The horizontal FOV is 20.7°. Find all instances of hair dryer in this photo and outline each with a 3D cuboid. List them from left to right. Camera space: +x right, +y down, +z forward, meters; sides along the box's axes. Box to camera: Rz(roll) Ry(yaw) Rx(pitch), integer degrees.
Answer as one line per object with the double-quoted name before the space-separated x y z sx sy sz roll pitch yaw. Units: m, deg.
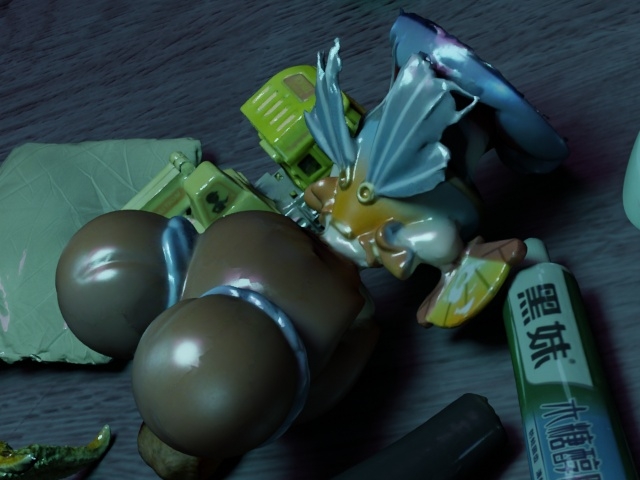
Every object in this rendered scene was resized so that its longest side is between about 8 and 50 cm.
"hair dryer" 0.077 0.289 1.233 0.304 0.120 0.359 -34 46 -11

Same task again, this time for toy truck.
"toy truck" -0.066 -0.040 1.601 0.272 0.157 0.124 -42 36 2

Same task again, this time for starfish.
"starfish" -0.356 0.252 1.508 0.358 0.078 0.347 -33 -2 0

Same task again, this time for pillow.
"pillow" -0.268 0.014 1.808 0.281 0.076 0.274 -2 55 34

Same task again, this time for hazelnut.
"hazelnut" -0.115 0.172 1.514 0.086 0.086 0.086 -25 41 23

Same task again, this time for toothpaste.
"toothpaste" 0.182 0.140 1.276 0.099 0.061 0.392 -23 41 15

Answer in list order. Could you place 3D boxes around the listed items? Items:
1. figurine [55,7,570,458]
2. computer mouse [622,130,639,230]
"figurine" 0.001 0.001 1.427 0.388 0.248 0.276 -49 39 1
"computer mouse" 0.361 -0.052 1.273 0.288 0.097 0.159 1 53 30
